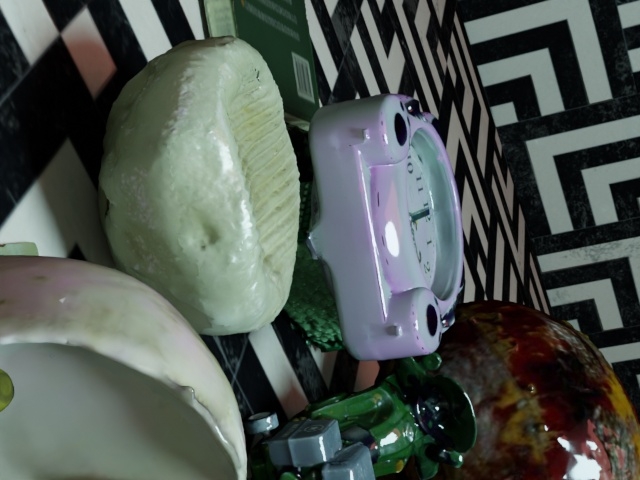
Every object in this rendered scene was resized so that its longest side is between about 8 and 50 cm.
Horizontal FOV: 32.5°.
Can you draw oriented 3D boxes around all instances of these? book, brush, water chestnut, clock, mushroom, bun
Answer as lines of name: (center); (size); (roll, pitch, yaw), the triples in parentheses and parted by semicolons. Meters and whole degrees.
book: (-0.074, -0.313, 1.172); (0.260, 0.043, 0.370); (10, 71, -72)
brush: (-0.193, 0.010, 0.665); (0.084, 0.013, 0.016); (-5, 81, -73)
water chestnut: (0.205, 0.225, 1.146); (0.350, 0.302, 0.350); (177, -90, -66)
clock: (0.070, -0.020, 0.999); (0.248, 0.090, 0.227); (-23, 104, -68)
mushroom: (-0.110, 0.084, 0.591); (0.173, 0.162, 0.236); (-87, 152, -58)
bun: (-0.093, -0.039, 0.793); (0.231, 0.133, 0.231); (-5, 90, -78)

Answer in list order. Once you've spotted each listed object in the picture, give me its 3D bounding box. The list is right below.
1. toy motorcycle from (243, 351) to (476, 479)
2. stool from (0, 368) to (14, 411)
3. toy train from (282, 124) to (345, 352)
toy motorcycle: (0.031, 0.177, 0.938); (0.275, 0.187, 0.124); (-30, 108, -68)
stool: (-0.194, 0.093, 0.420); (0.135, 0.111, 0.134); (-56, 130, -66)
toy train: (0.000, 0.000, 1.086); (0.269, 0.115, 0.154); (53, 39, -51)
